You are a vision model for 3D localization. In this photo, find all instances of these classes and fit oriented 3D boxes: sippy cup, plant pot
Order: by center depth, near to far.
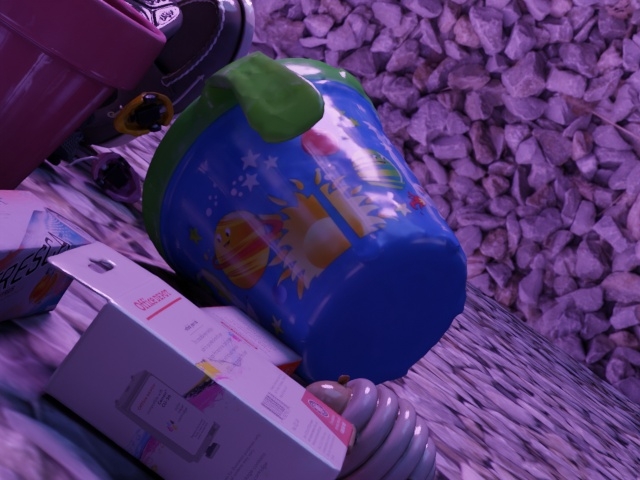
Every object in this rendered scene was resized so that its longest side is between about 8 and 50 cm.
[{"bbox_3d":[-0.251,-0.142,0.983,0.201,0.180,0.201,34,7,-5],"label":"plant pot"},{"bbox_3d":[0.000,0.000,1.055,0.305,0.240,0.224,20,22,-47],"label":"sippy cup"}]

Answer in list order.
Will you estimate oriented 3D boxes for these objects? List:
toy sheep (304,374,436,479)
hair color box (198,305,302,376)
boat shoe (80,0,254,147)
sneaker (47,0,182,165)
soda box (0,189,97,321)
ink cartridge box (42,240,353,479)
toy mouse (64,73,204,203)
[{"bbox_3d":[0.035,0.143,0.844,0.132,0.091,0.091,48,4,-15],"label":"toy sheep"},{"bbox_3d":[-0.067,0.084,0.900,0.072,0.043,0.141,37,6,13],"label":"hair color box"},{"bbox_3d":[-0.189,-0.179,1.316,0.091,0.305,0.109,11,65,-41],"label":"boat shoe"},{"bbox_3d":[-0.231,-0.157,1.198,0.087,0.227,0.130,39,-35,15],"label":"sneaker"},{"bbox_3d":[-0.198,0.009,0.730,0.063,0.058,0.183,36,8,7],"label":"soda box"},{"bbox_3d":[-0.081,0.086,0.730,0.198,0.067,0.115,37,7,2],"label":"ink cartridge box"},{"bbox_3d":[-0.177,-0.079,1.268,0.031,0.161,0.143,38,-32,51],"label":"toy mouse"}]
